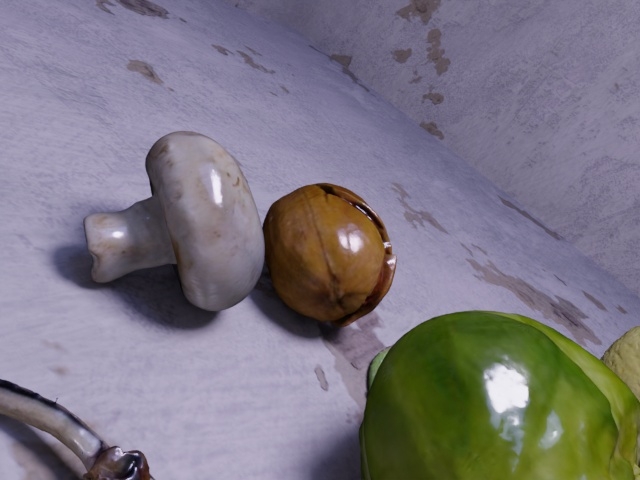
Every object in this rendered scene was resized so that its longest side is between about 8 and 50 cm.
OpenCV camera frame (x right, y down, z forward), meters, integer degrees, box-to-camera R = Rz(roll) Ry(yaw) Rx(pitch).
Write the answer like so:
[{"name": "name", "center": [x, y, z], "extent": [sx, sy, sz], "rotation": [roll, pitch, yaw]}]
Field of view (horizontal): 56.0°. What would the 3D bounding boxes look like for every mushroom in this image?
[{"name": "mushroom", "center": [-0.233, 0.180, 0.537], "extent": [0.187, 0.061, 0.060], "rotation": [30, 52, 12]}, {"name": "mushroom", "center": [-0.195, -0.015, 0.796], "extent": [0.243, 0.244, 0.244], "rotation": [28, 24, -14]}]

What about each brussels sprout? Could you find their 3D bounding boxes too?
[{"name": "brussels sprout", "center": [0.185, 0.241, 0.667], "extent": [0.314, 0.276, 0.371], "rotation": [32, 41, 2]}]

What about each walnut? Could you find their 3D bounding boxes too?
[{"name": "walnut", "center": [0.000, 0.000, 0.996], "extent": [0.208, 0.209, 0.336], "rotation": [21, 19, -28]}]

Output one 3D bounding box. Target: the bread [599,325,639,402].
[{"name": "bread", "center": [0.714, 0.330, 1.232], "extent": [0.320, 0.237, 0.321], "rotation": [27, 28, -16]}]

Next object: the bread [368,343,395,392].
[{"name": "bread", "center": [0.200, 0.265, 0.936], "extent": [0.301, 0.045, 0.301], "rotation": [27, 24, -13]}]
